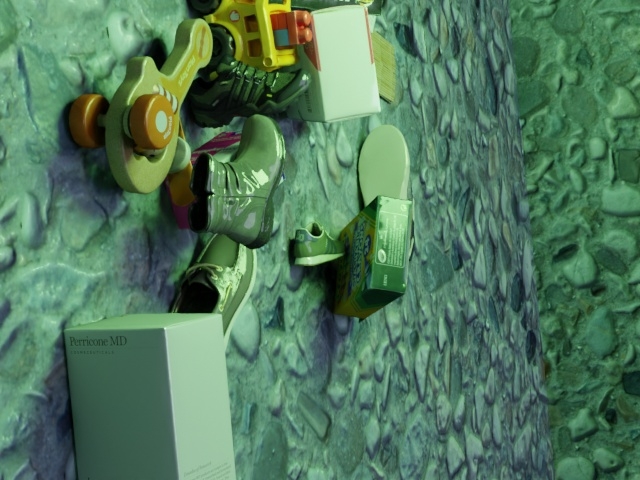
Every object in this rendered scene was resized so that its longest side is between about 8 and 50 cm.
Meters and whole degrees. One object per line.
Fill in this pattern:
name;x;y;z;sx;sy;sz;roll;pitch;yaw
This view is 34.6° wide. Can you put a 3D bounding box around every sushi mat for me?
sushi mat;0.115;-0.450;2.513;0.316;0.019;0.151;20;68;-61

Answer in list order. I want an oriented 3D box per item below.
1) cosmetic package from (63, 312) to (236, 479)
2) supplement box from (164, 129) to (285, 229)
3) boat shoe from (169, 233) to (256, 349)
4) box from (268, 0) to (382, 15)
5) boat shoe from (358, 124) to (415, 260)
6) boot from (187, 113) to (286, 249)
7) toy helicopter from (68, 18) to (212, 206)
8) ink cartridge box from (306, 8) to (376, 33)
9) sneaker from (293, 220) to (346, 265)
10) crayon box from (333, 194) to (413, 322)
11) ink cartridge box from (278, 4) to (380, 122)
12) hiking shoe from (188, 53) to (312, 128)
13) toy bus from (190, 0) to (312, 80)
cosmetic package;-0.248;0.297;1.540;0.155;0.197;0.365;-12;96;-62
supplement box;-0.168;-0.113;1.830;0.220;0.111;0.114;-48;128;-54
boat shoe;-0.192;0.094;1.764;0.091;0.109;0.305;56;43;-52
box;-0.004;-0.589;2.041;0.322;0.079;0.257;-5;109;-38
boat shoe;0.166;-0.099;2.494;0.158;0.127;0.340;30;60;-76
boot;-0.140;-0.115;1.688;0.161;0.083;0.246;25;63;-51
toy helicopter;-0.244;-0.218;1.668;0.235;0.140;0.355;68;33;-45
ink cartridge box;0.049;-0.628;2.294;0.211;0.122;0.289;49;46;-49
sneaker;0.000;0.000;2.191;0.192;0.064;0.086;-16;102;-62
crayon box;0.103;0.049;2.236;0.323;0.083;0.203;133;-35;-69
ink cartridge box;0.007;-0.343;2.014;0.283;0.117;0.207;-153;-128;-72
hiking shoe;-0.131;-0.273;1.799;0.086;0.227;0.114;-86;158;-60
toy bus;-0.112;-0.408;1.867;0.149;0.211;0.220;-23;106;-60
